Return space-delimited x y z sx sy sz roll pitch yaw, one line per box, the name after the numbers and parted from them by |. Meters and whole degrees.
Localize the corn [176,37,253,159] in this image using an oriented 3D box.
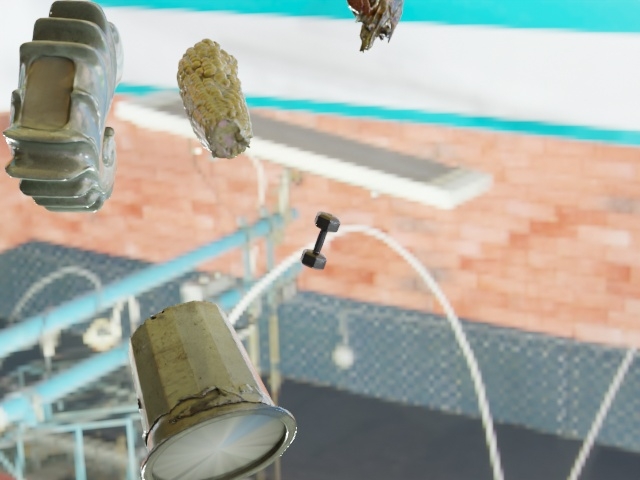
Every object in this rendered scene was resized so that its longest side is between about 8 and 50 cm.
-0.136 -0.184 1.718 0.086 0.087 0.288 -5 -153 -9 | corn

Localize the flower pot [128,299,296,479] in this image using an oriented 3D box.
-0.168 0.203 1.791 0.212 0.212 0.203 -11 -125 -27 | flower pot

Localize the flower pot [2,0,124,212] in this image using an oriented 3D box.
-0.442 -0.242 2.390 0.164 0.368 0.254 3 166 10 | flower pot

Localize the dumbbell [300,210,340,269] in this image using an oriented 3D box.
0.000 0.000 1.949 0.040 0.083 0.036 25 -167 20 | dumbbell

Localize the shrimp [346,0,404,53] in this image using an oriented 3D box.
0.063 -0.349 1.751 0.115 0.217 0.051 6 180 -8 | shrimp
